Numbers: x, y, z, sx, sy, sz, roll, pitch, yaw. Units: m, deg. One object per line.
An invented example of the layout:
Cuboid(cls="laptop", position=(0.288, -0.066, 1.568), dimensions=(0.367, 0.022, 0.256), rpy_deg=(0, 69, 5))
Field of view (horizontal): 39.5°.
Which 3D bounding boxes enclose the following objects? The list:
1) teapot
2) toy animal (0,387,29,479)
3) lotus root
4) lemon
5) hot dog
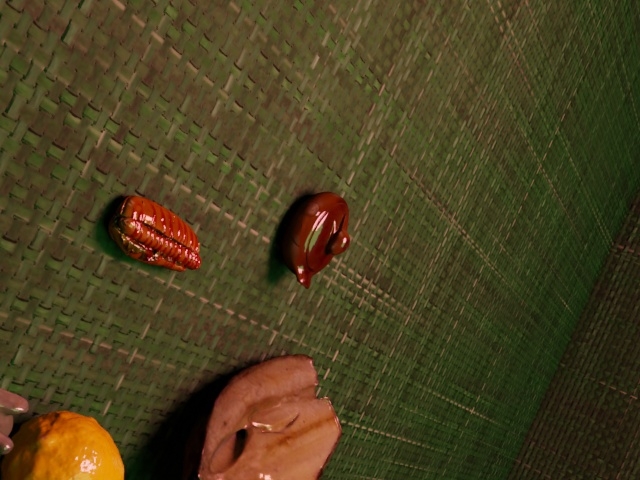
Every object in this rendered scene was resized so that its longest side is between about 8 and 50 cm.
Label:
Cuboid(cls="teapot", position=(0.000, 0.000, 1.159), dimensions=(0.129, 0.078, 0.098), rpy_deg=(-60, 149, -12))
Cuboid(cls="toy animal", position=(-0.349, 0.227, 0.743), dimensions=(0.251, 0.127, 0.125), rpy_deg=(-56, 163, 9))
Cuboid(cls="lotus root", position=(-0.091, 0.283, 1.146), dimensions=(0.142, 0.210, 0.314), rpy_deg=(-33, 175, 30))
Cuboid(cls="lemon", position=(-0.253, 0.234, 0.880), dimensions=(0.114, 0.114, 0.155), rpy_deg=(-45, 147, -34))
Cuboid(cls="hot dog", position=(-0.167, -0.001, 0.929), dimensions=(0.062, 0.038, 0.144), rpy_deg=(-63, 150, -7))
